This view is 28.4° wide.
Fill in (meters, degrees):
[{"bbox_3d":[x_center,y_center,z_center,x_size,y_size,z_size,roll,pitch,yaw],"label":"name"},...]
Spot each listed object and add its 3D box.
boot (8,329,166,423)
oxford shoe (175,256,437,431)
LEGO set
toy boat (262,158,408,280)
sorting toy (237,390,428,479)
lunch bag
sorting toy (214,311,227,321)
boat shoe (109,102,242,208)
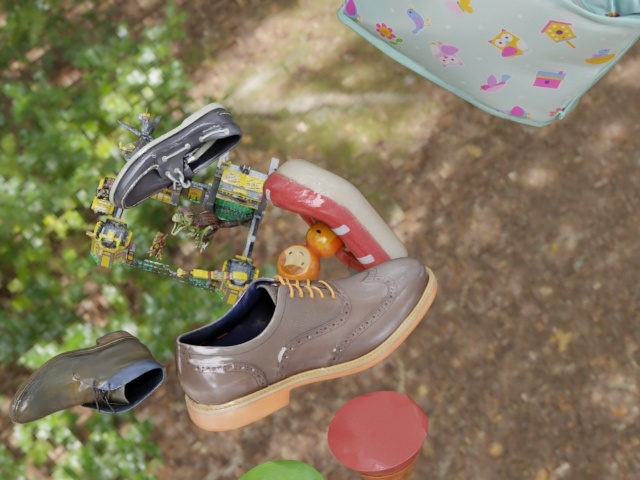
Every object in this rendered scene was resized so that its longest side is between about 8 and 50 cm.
[{"bbox_3d":[-0.323,0.204,1.775,0.219,0.082,0.106,-32,40,-32],"label":"boot"},{"bbox_3d":[-0.011,0.096,1.557,0.364,0.132,0.130,-29,31,-23],"label":"oxford shoe"},{"bbox_3d":[-0.213,-0.054,2.062,0.192,0.331,0.255,115,178,-59],"label":"LEGO set"},{"bbox_3d":[0.000,0.000,1.726,0.151,0.231,0.151,-47,30,-9],"label":"toy boat"},{"bbox_3d":[-0.018,0.329,1.486,0.366,0.126,0.127,-34,43,-16],"label":"sorting toy"},{"bbox_3d":[0.186,-0.246,1.264,0.160,0.262,0.223,-56,3,-33],"label":"lunch bag"},{"bbox_3d":[-0.102,0.121,1.844,0.102,0.061,0.042,-21,3,16],"label":"sorting toy"},{"bbox_3d":[-0.196,-0.105,1.731,0.206,0.075,0.065,-40,65,-10],"label":"boat shoe"}]
